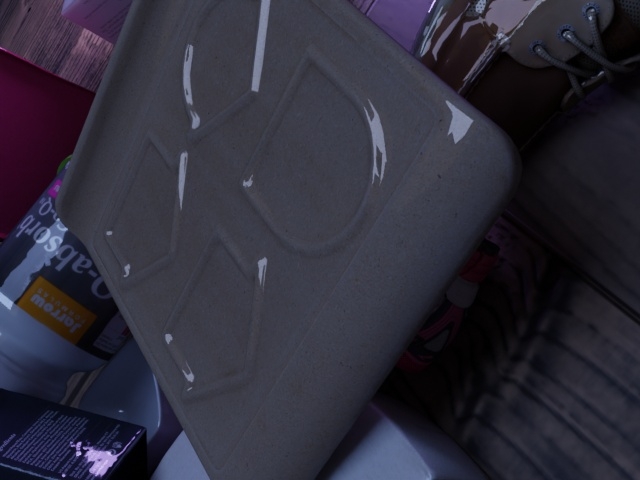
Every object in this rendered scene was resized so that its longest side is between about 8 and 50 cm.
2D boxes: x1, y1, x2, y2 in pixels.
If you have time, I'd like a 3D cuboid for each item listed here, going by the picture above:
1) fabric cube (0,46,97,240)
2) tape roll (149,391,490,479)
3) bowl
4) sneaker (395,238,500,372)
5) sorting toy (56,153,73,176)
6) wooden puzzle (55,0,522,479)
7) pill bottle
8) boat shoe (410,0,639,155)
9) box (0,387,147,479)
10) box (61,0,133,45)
[{"bbox_3d":[-0.505,-0.142,1.192,0.258,0.254,0.259,7,76,51],"label":"fabric cube"},{"bbox_3d":[-0.030,0.290,0.571,0.392,0.072,0.392,-26,53,40],"label":"tape roll"},{"bbox_3d":[-0.193,0.186,0.825,0.142,0.053,0.142,-49,42,21],"label":"bowl"},{"bbox_3d":[0.000,0.000,0.648,0.299,0.120,0.112,28,95,51],"label":"sneaker"},{"bbox_3d":[-0.236,-0.099,1.008,0.365,0.127,0.126,-26,27,39],"label":"sorting toy"},{"bbox_3d":[-0.050,-0.032,0.580,0.348,0.080,0.322,48,121,31],"label":"wooden puzzle"},{"bbox_3d":[-0.254,0.036,0.833,0.278,0.162,0.162,-54,37,-10],"label":"pill bottle"},{"bbox_3d":[0.165,-0.157,0.543,0.116,0.123,0.325,40,104,48],"label":"boat shoe"},{"bbox_3d":[-0.247,0.237,0.724,0.093,0.158,0.156,-56,-25,-61],"label":"box"},{"bbox_3d":[-0.276,-0.413,1.179,0.181,0.119,0.181,-21,56,41],"label":"box"}]
